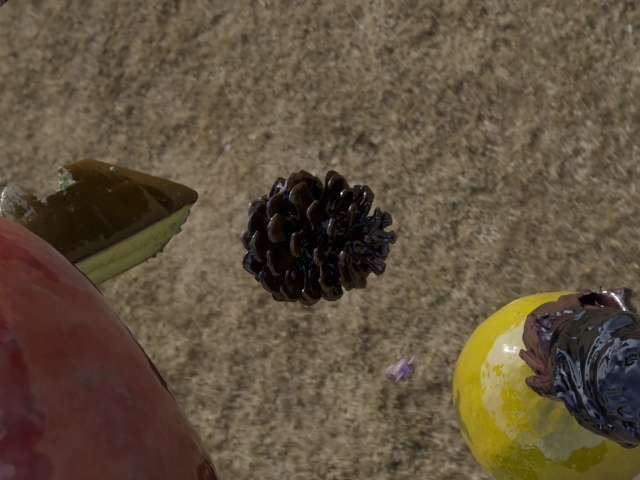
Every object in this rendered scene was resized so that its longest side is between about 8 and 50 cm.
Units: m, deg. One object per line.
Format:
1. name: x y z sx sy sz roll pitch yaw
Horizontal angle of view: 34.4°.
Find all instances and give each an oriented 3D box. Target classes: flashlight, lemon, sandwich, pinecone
1. flashlight: 0.122 0.202 1.587 0.031 0.110 0.052 38 75 -1
2. lemon: 0.362 0.234 1.566 0.348 0.348 0.348 -10 69 27
3. sandwich: -0.223 -0.002 0.892 0.088 0.244 0.090 46 133 12
4. pinecone: 0.007 -0.004 1.190 0.165 0.163 0.163 -3 72 44

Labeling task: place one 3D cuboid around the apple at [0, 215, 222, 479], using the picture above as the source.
1. apple: -0.180 0.163 0.431 0.269 0.344 0.345 -31 53 -25

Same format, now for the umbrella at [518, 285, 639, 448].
1. umbrella: 0.192 0.085 0.739 0.090 0.326 0.094 -12 89 4

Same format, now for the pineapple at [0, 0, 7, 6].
1. pineapple: -0.244 -0.264 0.620 0.344 0.209 0.286 -37 34 3
